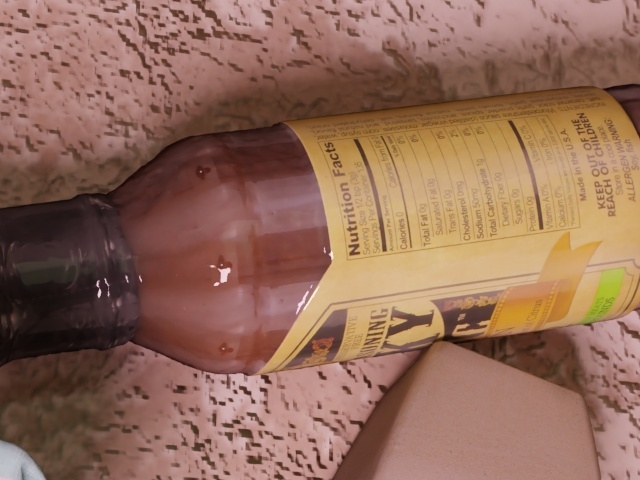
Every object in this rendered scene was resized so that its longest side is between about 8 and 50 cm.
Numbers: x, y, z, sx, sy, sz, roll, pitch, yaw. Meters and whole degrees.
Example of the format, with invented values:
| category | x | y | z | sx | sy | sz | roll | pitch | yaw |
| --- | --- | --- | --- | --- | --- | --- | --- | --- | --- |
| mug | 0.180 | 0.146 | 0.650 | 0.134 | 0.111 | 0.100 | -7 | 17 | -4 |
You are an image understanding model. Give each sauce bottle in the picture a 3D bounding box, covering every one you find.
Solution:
| category | x | y | z | sx | sy | sz | roll | pitch | yaw |
| --- | --- | --- | --- | --- | --- | --- | --- | --- | --- |
| sauce bottle | 0.000 | 0.000 | 0.851 | 0.344 | 0.111 | 0.111 | -8 | 77 | -16 |

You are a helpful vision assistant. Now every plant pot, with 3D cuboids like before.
| category | x | y | z | sx | sy | sz | roll | pitch | yaw |
| --- | --- | --- | --- | --- | --- | --- | --- | --- | --- |
| plant pot | 0.062 | 0.109 | 0.844 | 0.109 | 0.109 | 0.096 | 22 | 58 | -9 |

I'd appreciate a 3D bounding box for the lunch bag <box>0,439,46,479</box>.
| category | x | y | z | sx | sy | sz | roll | pitch | yaw |
| --- | --- | --- | --- | --- | --- | --- | --- | --- | --- |
| lunch bag | -0.219 | 0.165 | 0.642 | 0.262 | 0.160 | 0.223 | 9 | 71 | 14 |
